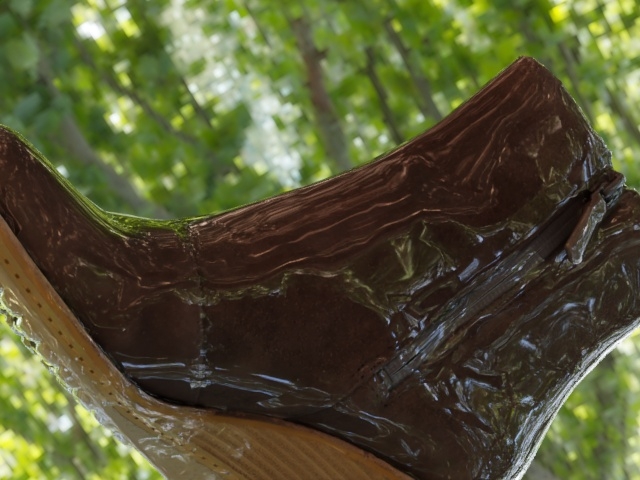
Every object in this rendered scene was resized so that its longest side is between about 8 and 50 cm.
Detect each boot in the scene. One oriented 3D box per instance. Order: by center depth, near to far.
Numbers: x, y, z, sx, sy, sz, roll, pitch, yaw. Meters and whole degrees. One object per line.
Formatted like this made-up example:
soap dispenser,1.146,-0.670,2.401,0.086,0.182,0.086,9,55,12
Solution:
boot,0.000,0.000,0.596,0.207,0.248,0.090,-45,-160,-10
